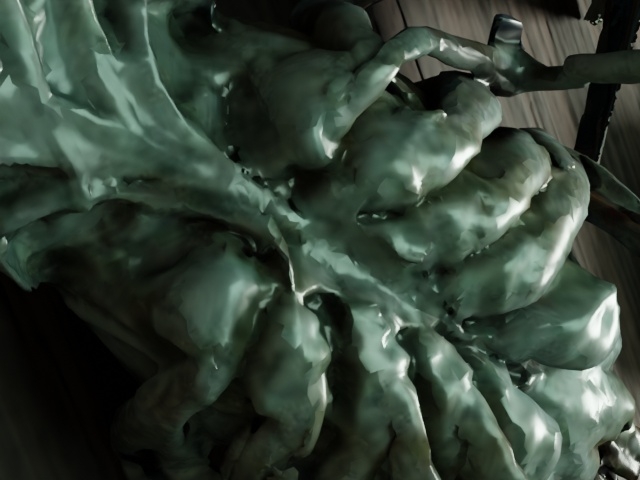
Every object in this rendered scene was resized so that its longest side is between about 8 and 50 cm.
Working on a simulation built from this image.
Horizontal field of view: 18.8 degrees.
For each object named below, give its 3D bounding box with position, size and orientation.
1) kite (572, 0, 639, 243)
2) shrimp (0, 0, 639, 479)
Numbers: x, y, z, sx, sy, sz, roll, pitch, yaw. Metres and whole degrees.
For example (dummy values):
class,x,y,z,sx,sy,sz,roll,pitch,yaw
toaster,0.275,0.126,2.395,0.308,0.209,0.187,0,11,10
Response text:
class,x,y,z,sx,sy,sz,roll,pitch,yaw
kite,0.101,-0.088,0.672,0.314,0.011,0.335,-18,120,-86
shrimp,0.000,0.000,0.469,0.410,0.166,0.221,34,84,-33
